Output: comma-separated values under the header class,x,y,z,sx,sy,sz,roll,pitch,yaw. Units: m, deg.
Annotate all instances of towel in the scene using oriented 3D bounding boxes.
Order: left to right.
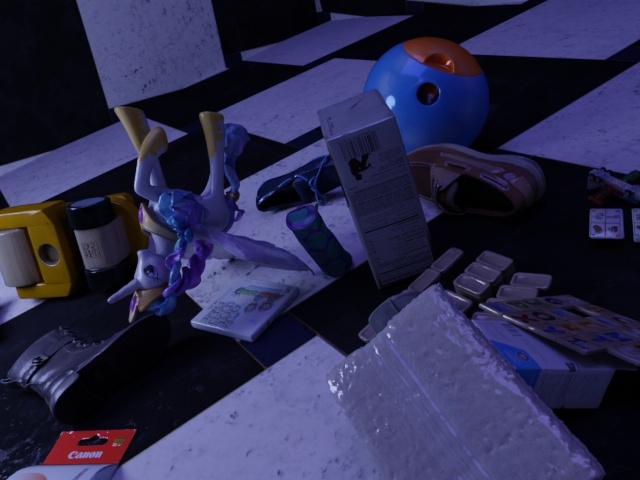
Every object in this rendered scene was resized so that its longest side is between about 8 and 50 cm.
class,x,y,z,sx,sy,sz,roll,pitch,yaw
towel,0.141,0.197,0.661,0.187,0.049,0.282,-42,51,7

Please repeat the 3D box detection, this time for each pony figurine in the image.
class,x,y,z,sx,sy,sz,roll,pitch,yaw
pony figurine,-0.215,-0.042,1.118,0.351,0.363,0.303,1,0,-44

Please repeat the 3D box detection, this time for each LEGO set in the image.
class,x,y,z,sx,sy,sz,roll,pitch,yaw
LEGO set,0.556,-0.066,1.049,0.182,0.060,0.244,1,41,22

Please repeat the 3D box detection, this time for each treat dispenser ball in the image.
class,x,y,z,sx,sy,sz,roll,pitch,yaw
treat dispenser ball,0.239,-0.315,1.404,0.288,0.288,0.288,-14,28,8

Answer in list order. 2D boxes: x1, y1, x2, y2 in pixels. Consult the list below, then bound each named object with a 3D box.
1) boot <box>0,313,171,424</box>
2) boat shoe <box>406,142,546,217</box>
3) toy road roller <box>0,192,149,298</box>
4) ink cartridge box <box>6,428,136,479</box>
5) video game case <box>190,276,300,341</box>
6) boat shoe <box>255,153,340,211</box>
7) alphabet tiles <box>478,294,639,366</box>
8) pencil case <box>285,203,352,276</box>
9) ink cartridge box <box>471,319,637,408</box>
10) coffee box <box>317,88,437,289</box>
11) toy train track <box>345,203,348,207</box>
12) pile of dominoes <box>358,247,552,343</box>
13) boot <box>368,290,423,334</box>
class,x,y,z,sx,sy,sz,roll,pitch,yaw
boot,-0.421,0.195,1.091,0.229,0.091,0.263,15,45,45
boat shoe,0.268,-0.114,1.207,0.324,0.123,0.116,9,41,43
toy road roller,-0.559,-0.005,1.426,0.329,0.202,0.240,-6,18,12
ink cartridge box,-0.365,0.329,0.871,0.145,0.045,0.179,-8,32,18
video game case,-0.138,0.122,1.128,0.157,0.019,0.143,6,37,37
boat shoe,-0.033,-0.118,1.433,0.258,0.109,0.089,-24,31,26
alphabet tiles,0.352,0.114,0.765,0.198,0.009,0.237,0,15,-35
pencil case,0.000,0.000,1.123,0.064,0.152,0.070,-16,42,25
ink cartridge box,0.275,0.151,0.748,0.180,0.060,0.104,6,22,-19
coffee box,0.102,-0.087,1.066,0.119,0.297,0.168,-19,29,5
toy train track,0.088,-0.074,1.351,0.048,0.014,0.083,-43,31,-27
pile of dominoes,0.211,0.114,0.945,0.251,0.040,0.196,-40,36,-20
boot,0.113,0.160,0.837,0.189,0.076,0.208,-16,38,-15
